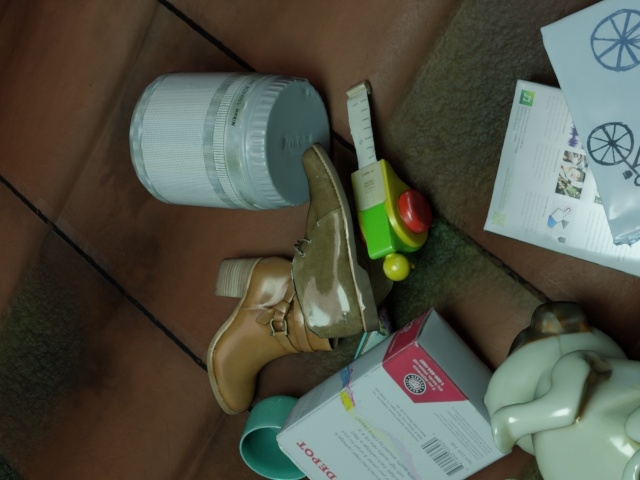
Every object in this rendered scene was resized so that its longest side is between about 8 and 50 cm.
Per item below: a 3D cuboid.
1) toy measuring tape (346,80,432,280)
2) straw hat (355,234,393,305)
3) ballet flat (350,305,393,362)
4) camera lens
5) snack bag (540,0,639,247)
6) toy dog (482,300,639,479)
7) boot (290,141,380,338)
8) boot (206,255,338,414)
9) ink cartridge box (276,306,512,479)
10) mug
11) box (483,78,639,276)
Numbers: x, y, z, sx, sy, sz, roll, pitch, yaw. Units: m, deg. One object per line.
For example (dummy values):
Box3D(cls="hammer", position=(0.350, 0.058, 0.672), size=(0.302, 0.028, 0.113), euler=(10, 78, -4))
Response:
Box3D(cls="toy measuring tape", position=(0.105, -0.087, 1.820), size=(0.121, 0.121, 0.330), euler=(-24, 62, 31))
Box3D(cls="straw hat", position=(0.043, 0.047, 1.841), size=(0.145, 0.061, 0.144), euler=(-1, 76, 6))
Box3D(cls="ballet flat", position=(0.078, 0.203, 1.880), size=(0.079, 0.077, 0.221), euler=(30, 117, 5))
Box3D(cls="camera lens", position=(-0.150, -0.161, 1.872), size=(0.274, 0.219, 0.219), euler=(5, 100, 30))
Box3D(cls="snack bag", position=(0.491, -0.196, 1.538), size=(0.323, 0.037, 0.342), euler=(-22, 75, 23))
Box3D(cls="toy dog", position=(0.389, 0.232, 1.531), size=(0.408, 0.395, 0.284), euler=(31, 149, 54))
Box3D(cls="boot", position=(0.000, 0.000, 1.769), size=(0.115, 0.112, 0.305), euler=(-13, 78, 1))
Box3D(cls="boot", position=(-0.068, 0.167, 1.950), size=(0.220, 0.109, 0.283), euler=(6, 93, 26))
Box3D(cls="ink cartridge box", position=(0.120, 0.280, 1.790), size=(0.306, 0.131, 0.226), euler=(-37, 99, 30))
Box3D(cls="mug", position=(-0.056, 0.332, 1.951), size=(0.130, 0.097, 0.157), euler=(-17, 121, 23))
Box3D(cls="box", position=(0.407, -0.082, 1.645), size=(0.322, 0.058, 0.232), euler=(19, 106, 29))
